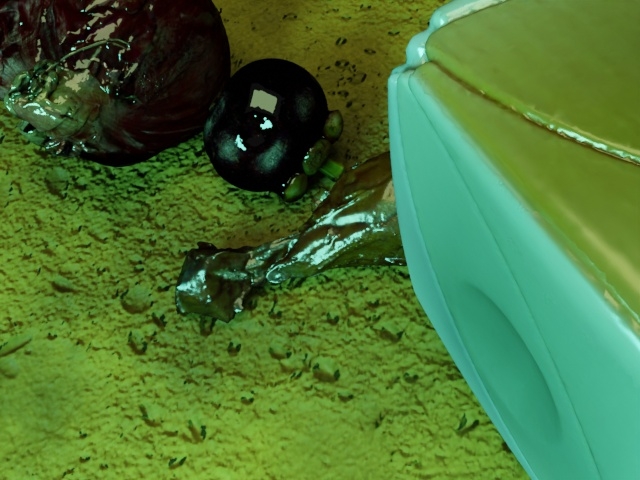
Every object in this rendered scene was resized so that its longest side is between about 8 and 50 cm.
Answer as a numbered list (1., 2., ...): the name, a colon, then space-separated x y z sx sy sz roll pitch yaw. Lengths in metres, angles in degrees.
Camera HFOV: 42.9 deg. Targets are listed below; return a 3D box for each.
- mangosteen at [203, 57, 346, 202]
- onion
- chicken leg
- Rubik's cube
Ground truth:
1. mangosteen: -0.041 -0.105 0.819 0.151 0.137 0.137 34 65 -10
2. onion: -0.234 -0.197 0.842 0.280 0.221 0.281 1 42 -1
3. chicken leg: 0.000 0.000 0.768 0.304 0.093 0.113 -23 70 -1
4. Rubik's cube: 0.274 0.002 0.567 0.352 0.352 0.347 -29 59 -7
